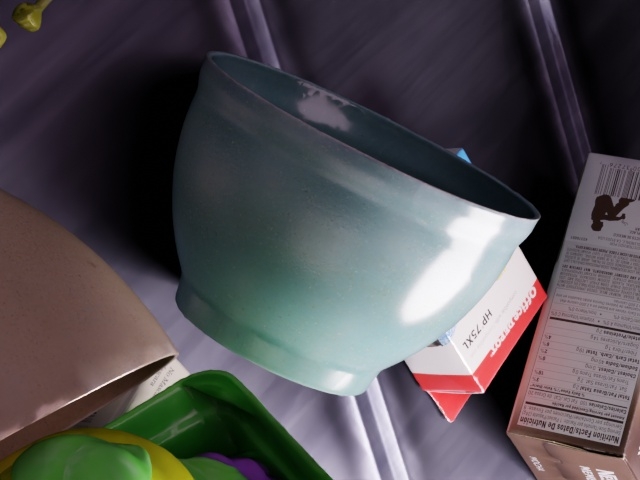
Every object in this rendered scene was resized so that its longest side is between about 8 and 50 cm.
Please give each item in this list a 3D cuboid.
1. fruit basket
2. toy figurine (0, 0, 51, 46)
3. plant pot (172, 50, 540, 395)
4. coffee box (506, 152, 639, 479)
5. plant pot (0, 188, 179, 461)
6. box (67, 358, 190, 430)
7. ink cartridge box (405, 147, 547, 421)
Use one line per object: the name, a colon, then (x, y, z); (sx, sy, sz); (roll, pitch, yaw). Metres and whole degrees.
fruit basket: (-0.160, 0.225, 1.303); (0.392, 0.283, 0.392); (-17, 126, -26)
toy figurine: (-0.264, -0.125, 1.297); (0.362, 0.217, 0.191); (-46, 123, -24)
plant pot: (0.000, 0.000, 1.579); (0.293, 0.293, 0.196); (18, 103, -43)
coffee box: (0.288, 0.089, 1.910); (0.168, 0.119, 0.297); (54, 50, -60)
plant pot: (-0.260, 0.062, 1.262); (0.284, 0.284, 0.191); (-27, 86, -42)
box: (-0.099, 0.208, 1.572); (0.275, 0.094, 0.113); (49, 57, -31)
ink cartridge box: (0.122, 0.045, 1.810); (0.134, 0.078, 0.231); (-53, 124, -32)
